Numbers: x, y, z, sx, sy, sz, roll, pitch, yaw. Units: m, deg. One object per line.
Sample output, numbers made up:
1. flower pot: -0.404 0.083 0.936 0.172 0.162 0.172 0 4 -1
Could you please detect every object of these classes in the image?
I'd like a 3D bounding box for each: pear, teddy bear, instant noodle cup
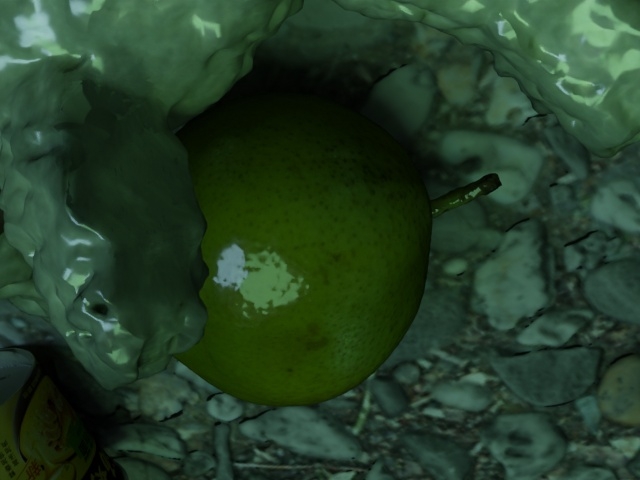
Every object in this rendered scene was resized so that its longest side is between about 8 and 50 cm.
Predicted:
1. pear: 0.000 0.000 0.729 0.216 0.166 0.180 -13 117 -17
2. teddy bear: -0.081 -0.035 0.586 0.375 0.327 0.362 17 118 -19
3. instant noodle cup: -0.224 0.155 0.881 0.151 0.151 0.122 -12 116 18
